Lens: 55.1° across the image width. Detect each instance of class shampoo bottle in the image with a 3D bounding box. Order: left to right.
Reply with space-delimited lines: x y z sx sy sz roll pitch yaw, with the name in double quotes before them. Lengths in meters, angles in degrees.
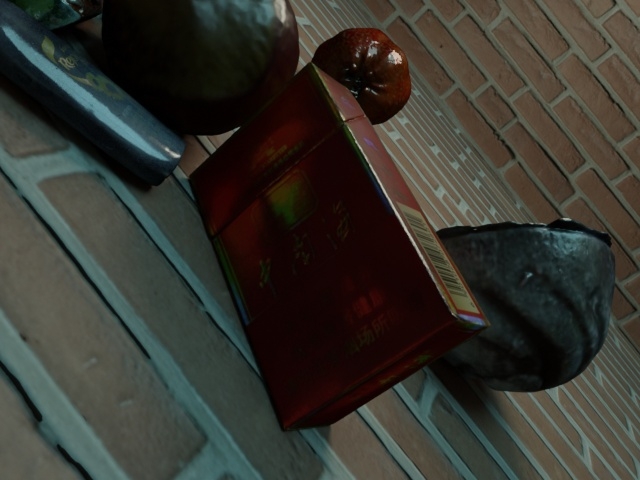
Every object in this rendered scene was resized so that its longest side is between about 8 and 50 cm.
"shampoo bottle" -0.238 -0.146 0.594 0.234 0.049 0.087 40 24 -23

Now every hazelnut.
"hazelnut" -0.143 -0.227 0.707 0.229 0.229 0.229 40 26 -24

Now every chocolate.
"chocolate" 0.279 0.113 0.900 0.303 0.303 0.212 22 63 -48

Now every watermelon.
"watermelon" -0.300 -0.301 0.690 0.187 0.071 0.139 59 21 17

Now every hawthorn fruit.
"hawthorn fruit" 0.079 -0.326 1.225 0.205 0.205 0.253 47 19 -10

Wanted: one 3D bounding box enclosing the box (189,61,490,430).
"box" 0.000 0.001 0.619 0.089 0.197 0.313 17 40 -52
